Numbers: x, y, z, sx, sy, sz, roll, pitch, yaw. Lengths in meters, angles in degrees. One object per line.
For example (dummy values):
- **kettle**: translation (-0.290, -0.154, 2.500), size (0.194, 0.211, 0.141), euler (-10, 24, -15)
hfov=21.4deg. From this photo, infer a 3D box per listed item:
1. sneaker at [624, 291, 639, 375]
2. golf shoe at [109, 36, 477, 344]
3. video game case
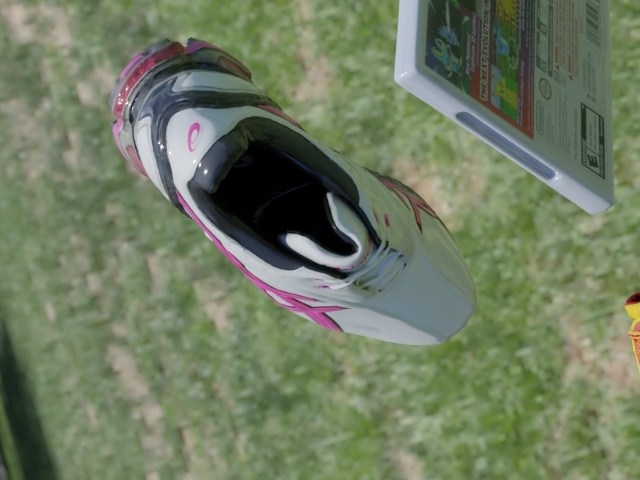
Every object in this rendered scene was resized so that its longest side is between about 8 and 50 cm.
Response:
- **sneaker**: translation (0.174, 0.054, 0.789), size (0.067, 0.064, 0.175), euler (14, 114, 22)
- **golf shoe**: translation (0.000, 0.000, 0.642), size (0.186, 0.067, 0.086), euler (34, -170, -37)
- **video game case**: translation (0.123, -0.138, 1.097), size (0.023, 0.183, 0.201), euler (-29, 42, 40)
